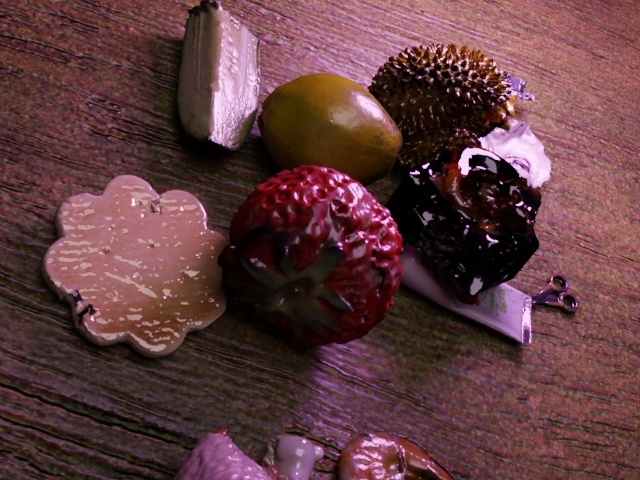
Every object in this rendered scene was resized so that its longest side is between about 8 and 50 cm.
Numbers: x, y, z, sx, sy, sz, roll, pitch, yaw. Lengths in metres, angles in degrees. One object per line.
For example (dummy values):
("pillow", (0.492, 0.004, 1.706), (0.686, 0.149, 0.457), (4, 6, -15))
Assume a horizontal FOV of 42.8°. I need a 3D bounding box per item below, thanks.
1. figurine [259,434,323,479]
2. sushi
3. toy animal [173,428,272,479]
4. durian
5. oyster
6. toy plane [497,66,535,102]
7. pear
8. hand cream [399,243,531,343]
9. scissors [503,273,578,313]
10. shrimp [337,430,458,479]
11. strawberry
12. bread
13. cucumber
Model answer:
("figurine", (-0.057, 0.369, 1.206), (0.098, 0.081, 0.146), (-1, 55, 23))
("sushi", (0.285, -0.055, 1.490), (0.227, 0.212, 0.215), (44, 26, 20))
("toy animal", (-0.114, 0.409, 1.037), (0.188, 0.226, 0.358), (4, 60, -26))
("durian", (0.224, -0.270, 1.607), (0.258, 0.293, 0.258), (29, 51, -43))
("oyster", (0.413, -0.178, 1.778), (0.223, 0.083, 0.214), (2, 63, -33))
("toy plane", (0.436, -0.341, 1.871), (0.135, 0.062, 0.188), (27, 30, -6))
("pear", (0.016, -0.195, 1.498), (0.269, 0.212, 0.212), (17, 54, -6))
("hand cream", (0.264, 0.088, 1.542), (0.336, 0.076, 0.121), (26, 50, -15))
("scissors", (0.429, 0.121, 1.639), (0.220, 0.017, 0.088), (-9, 68, -31))
("shrimp", (0.164, 0.397, 1.302), (0.294, 0.062, 0.154), (26, 46, -10))
("strawberry", (0.003, 0.001, 1.319), (0.292, 0.292, 0.310), (32, 56, -6))
("bread", (-0.285, 0.037, 1.292), (0.316, 0.054, 0.316), (12, 57, -20))
("cucumber", (-0.193, -0.281, 1.513), (0.145, 0.105, 0.325), (31, 46, -42))
